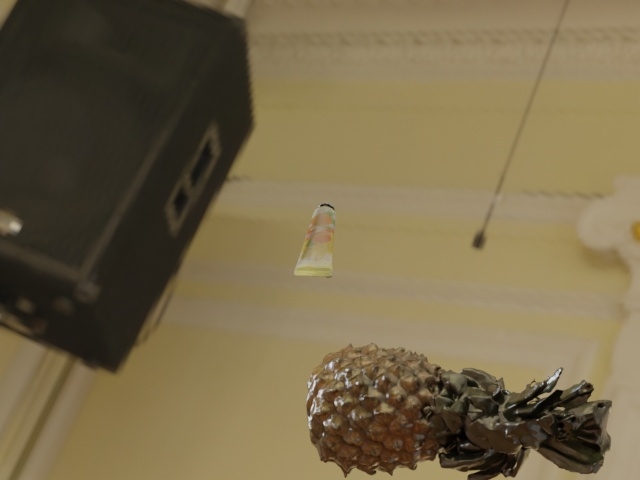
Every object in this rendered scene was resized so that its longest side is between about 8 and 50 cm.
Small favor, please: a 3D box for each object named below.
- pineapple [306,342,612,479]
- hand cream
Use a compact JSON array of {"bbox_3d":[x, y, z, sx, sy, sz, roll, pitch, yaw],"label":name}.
[{"bbox_3d":[0.073,0.092,0.817,0.159,0.074,0.074,3,-32,27],"label":"pineapple"},{"bbox_3d":[0.000,0.000,1.409,0.035,0.102,0.022,3,-54,7],"label":"hand cream"}]
